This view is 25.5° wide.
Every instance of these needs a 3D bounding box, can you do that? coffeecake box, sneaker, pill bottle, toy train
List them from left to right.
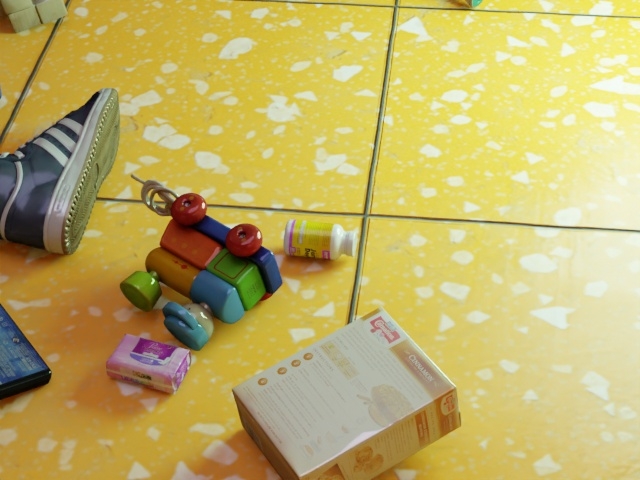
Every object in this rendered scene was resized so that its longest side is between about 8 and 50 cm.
[{"bbox_3d":[-0.349,-0.101,1.769,0.153,0.099,0.282,6,44,6],"label":"sneaker"},{"bbox_3d":[-0.178,0.022,1.630,0.248,0.105,0.143,28,62,30],"label":"toy train"},{"bbox_3d":[0.000,0.000,1.682,0.083,0.043,0.043,6,41,9],"label":"pill bottle"},{"bbox_3d":[0.027,0.170,1.444,0.185,0.068,0.142,-28,46,-16],"label":"coffeecake box"}]

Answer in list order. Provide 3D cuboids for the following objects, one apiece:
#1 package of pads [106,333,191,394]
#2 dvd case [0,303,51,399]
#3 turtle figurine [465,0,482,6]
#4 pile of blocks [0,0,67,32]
[{"bbox_3d":[-0.186,0.133,1.539,0.083,0.032,0.050,13,44,16],"label":"package of pads"},{"bbox_3d":[-0.437,0.121,1.495,0.253,0.022,0.180,-18,54,-40],"label":"dvd case"},{"bbox_3d":[0.180,-0.453,2.156,0.234,0.118,0.175,40,68,19],"label":"turtle figurine"},{"bbox_3d":[-0.548,-0.415,2.104,0.362,0.113,0.149,10,59,13],"label":"pile of blocks"}]
